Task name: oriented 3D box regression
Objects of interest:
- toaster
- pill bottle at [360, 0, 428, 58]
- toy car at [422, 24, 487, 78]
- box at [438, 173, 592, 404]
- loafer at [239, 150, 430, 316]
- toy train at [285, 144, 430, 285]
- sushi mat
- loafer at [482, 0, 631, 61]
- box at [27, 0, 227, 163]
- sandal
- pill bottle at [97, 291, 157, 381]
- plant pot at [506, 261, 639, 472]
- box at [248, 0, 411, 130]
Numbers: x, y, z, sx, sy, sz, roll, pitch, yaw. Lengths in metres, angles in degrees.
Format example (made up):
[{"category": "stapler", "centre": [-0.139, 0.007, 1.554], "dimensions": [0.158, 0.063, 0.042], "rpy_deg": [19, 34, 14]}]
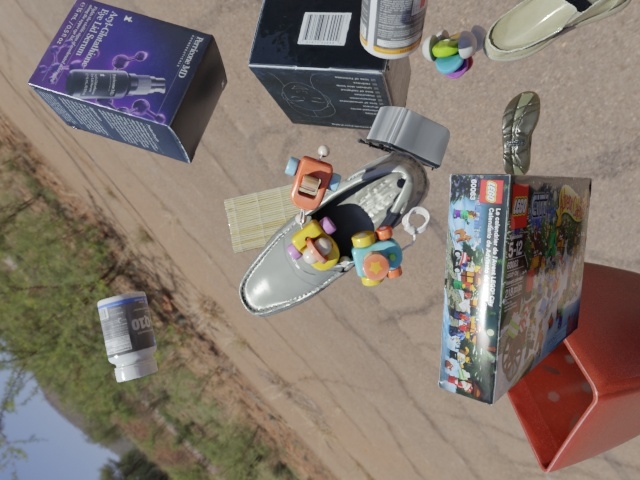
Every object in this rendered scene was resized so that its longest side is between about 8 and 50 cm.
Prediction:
[{"category": "toaster", "centre": [0.217, -0.268, 1.208], "dimensions": [0.185, 0.110, 0.168], "rpy_deg": [19, -171, -20]}, {"category": "pill bottle", "centre": [0.178, -0.589, 1.093], "dimensions": [0.162, 0.162, 0.279], "rpy_deg": [34, 155, 20]}, {"category": "toy car", "centre": [0.406, -0.562, 1.403], "dimensions": [0.159, 0.182, 0.137], "rpy_deg": [11, 127, 38]}, {"category": "box", "centre": [0.180, 0.023, 0.406], "dimensions": [0.044, 0.233, 0.159], "rpy_deg": [9, 101, 41]}, {"category": "loafer", "centre": [0.000, 0.000, 0.609], "dimensions": [0.319, 0.111, 0.112], "rpy_deg": [-42, 84, 21]}, {"category": "toy train", "centre": [0.029, -0.016, 0.484], "dimensions": [0.166, 0.046, 0.125], "rpy_deg": [23, 108, -7]}, {"category": "sushi mat", "centre": [-0.095, -0.072, 1.259], "dimensions": [0.019, 0.316, 0.152], "rpy_deg": [67, -170, -88]}, {"category": "loafer", "centre": [0.435, -0.433, 0.871], "dimensions": [0.268, 0.092, 0.102], "rpy_deg": [-22, 71, 24]}, {"category": "box", "centre": [-0.259, -0.222, 0.655], "dimensions": [0.206, 0.153, 0.108], "rpy_deg": [16, 164, 4]}, {"category": "sandal", "centre": [0.526, -0.277, 1.221], "dimensions": [0.089, 0.060, 0.220], "rpy_deg": [5, 111, 28]}, {"category": "pill bottle", "centre": [-0.320, 0.160, 0.780], "dimensions": [0.078, 0.078, 0.137], "rpy_deg": [-25, 78, 60]}, {"category": "plant pot", "centre": [0.464, 0.193, 0.791], "dimensions": [0.268, 0.235, 0.267], "rpy_deg": [-101, 5, -47]}, {"category": "box", "centre": [0.063, -0.636, 1.718], "dimensions": [0.478, 0.298, 0.472], "rpy_deg": [10, 171, 17]}]
